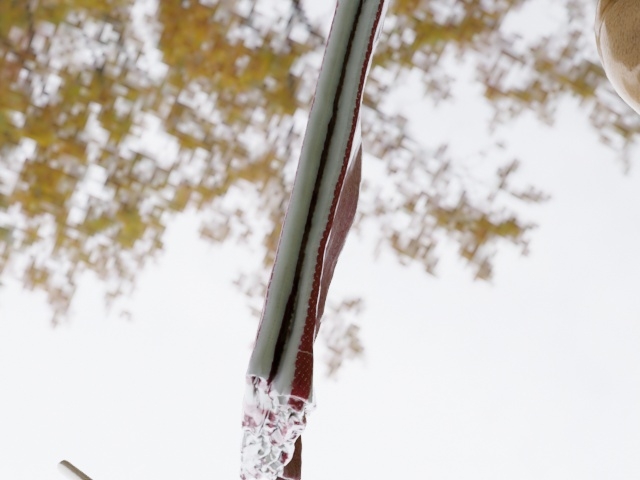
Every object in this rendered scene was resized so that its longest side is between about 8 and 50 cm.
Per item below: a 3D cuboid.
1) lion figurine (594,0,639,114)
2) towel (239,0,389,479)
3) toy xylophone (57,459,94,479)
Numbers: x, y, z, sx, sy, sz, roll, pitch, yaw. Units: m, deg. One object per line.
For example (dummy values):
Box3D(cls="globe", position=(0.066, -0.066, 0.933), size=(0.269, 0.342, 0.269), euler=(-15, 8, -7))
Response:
Box3D(cls="lion figurine", position=(0.285, -0.075, 1.125), size=(0.142, 0.240, 0.392), euler=(4, -125, -59))
Box3D(cls="towel", position=(0.000, 0.000, 0.895), size=(0.037, 0.237, 0.329), euler=(12, 165, 0))
Box3D(cls="toy xylophone", position=(-0.117, 0.274, 1.244), size=(0.236, 0.081, 0.323), euler=(46, 164, -13))
